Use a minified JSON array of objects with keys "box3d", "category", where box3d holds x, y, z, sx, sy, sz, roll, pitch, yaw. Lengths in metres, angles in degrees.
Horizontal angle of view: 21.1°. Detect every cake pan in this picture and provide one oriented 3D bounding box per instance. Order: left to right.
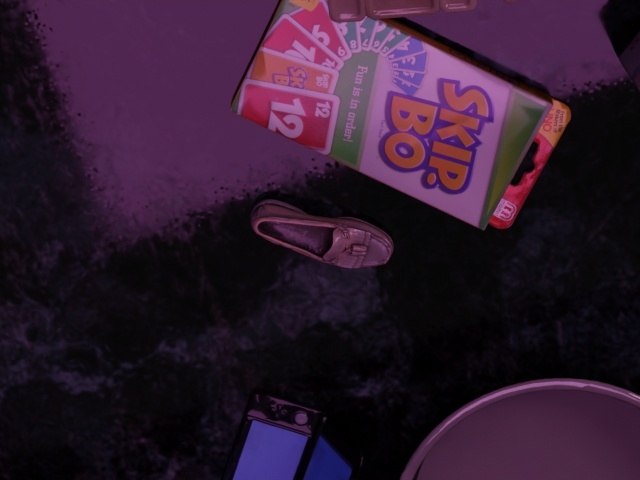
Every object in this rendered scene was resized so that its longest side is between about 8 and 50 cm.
[{"box3d":[0.207,0.246,1.517,0.293,0.054,0.293,1,110,2],"category":"cake pan"}]

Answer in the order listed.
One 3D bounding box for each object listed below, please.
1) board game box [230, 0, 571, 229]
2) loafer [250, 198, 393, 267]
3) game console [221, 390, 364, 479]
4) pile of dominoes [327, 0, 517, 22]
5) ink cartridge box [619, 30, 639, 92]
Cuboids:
[{"box3d":[0.068,-0.108,1.409,0.259,0.039,0.124,24,109,-9],"category":"board game box"},{"box3d":[0.000,0.000,1.444,0.125,0.039,0.045,16,109,-3],"category":"loafer"},{"box3d":[-0.029,0.209,1.503,0.107,0.071,0.122,18,109,-5],"category":"game console"},{"box3d":[0.091,-0.285,1.286,0.196,0.040,0.251,-3,130,6],"category":"pile of dominoes"},{"box3d":[0.327,-0.132,1.316,0.127,0.176,0.128,34,108,-12],"category":"ink cartridge box"}]
